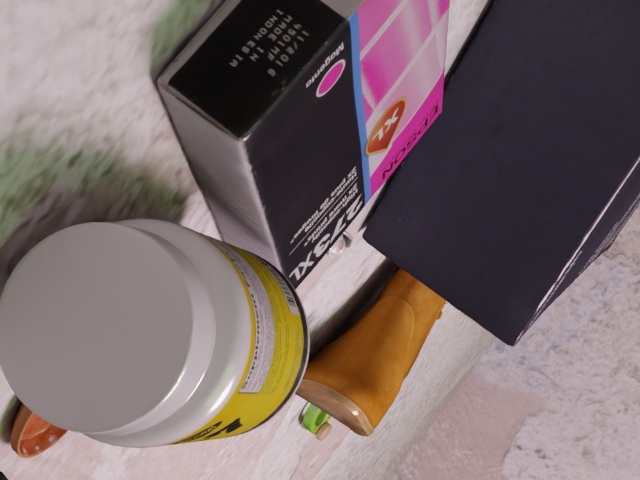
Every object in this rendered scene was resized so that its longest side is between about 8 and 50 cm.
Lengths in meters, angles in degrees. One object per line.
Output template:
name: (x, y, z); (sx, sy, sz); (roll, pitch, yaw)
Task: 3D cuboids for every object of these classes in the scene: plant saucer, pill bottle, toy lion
plant saucer: (-0.157, 0.094, 0.793); (0.083, 0.013, 0.083); (-49, 165, -18)
pill bottle: (-0.084, 0.051, 0.706); (0.119, 0.119, 0.208); (-54, 166, 2)
toy lion: (0.014, 0.178, 1.539); (0.100, 0.034, 0.096); (-50, 159, -13)

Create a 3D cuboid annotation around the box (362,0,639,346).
box: (0.243, -0.125, 1.231); (0.312, 0.179, 0.343); (-33, 155, -58)

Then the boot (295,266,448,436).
boot: (0.063, 0.093, 1.372); (0.211, 0.104, 0.295); (-58, 172, -6)

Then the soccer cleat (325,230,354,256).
soccer cleat: (0.000, 0.000, 1.032); (0.029, 0.035, 0.083); (-58, 166, 20)

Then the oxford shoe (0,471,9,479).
oxford shoe: (-0.211, 0.191, 0.711); (0.096, 0.083, 0.227); (-34, 156, -43)

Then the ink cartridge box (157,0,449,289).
ink cartridge box: (0.004, -0.073, 0.823); (0.176, 0.069, 0.371); (-51, 168, -11)
